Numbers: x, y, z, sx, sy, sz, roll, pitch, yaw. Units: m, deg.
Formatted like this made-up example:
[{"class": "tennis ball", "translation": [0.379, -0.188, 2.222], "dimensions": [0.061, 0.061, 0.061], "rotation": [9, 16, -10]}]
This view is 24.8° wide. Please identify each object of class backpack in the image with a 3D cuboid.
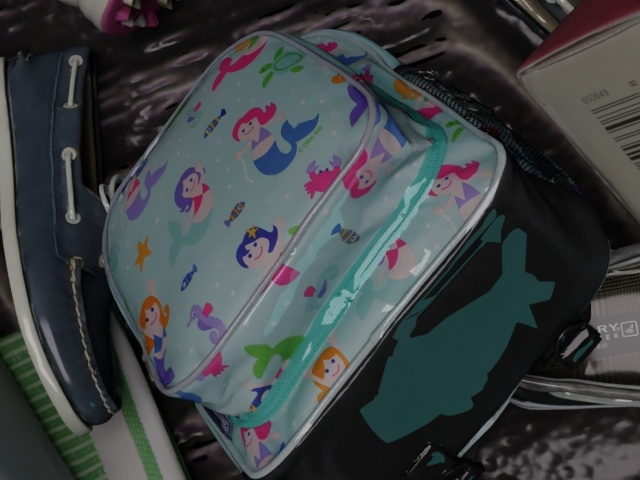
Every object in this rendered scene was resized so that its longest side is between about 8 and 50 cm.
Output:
[{"class": "backpack", "translation": [0.000, 0.000, 0.785], "dimensions": [0.191, 0.253, 0.225], "rotation": [32, 101, -29]}]

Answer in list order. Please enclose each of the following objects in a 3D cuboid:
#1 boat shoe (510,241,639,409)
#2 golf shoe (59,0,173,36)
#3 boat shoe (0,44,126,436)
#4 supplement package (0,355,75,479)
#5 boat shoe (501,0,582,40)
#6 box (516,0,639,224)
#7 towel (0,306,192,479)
[{"class": "boat shoe", "translation": [0.246, 0.045, 0.800], "dimensions": [0.335, 0.119, 0.121], "rotation": [-14, 87, 12]}, {"class": "golf shoe", "translation": [-0.109, -0.284, 0.881], "dimensions": [0.140, 0.115, 0.306], "rotation": [26, 95, 14]}, {"class": "boat shoe", "translation": [-0.147, -0.007, 0.882], "dimensions": [0.079, 0.095, 0.254], "rotation": [-14, 61, -3]}, {"class": "supplement package", "translation": [-0.307, 0.165, 0.806], "dimensions": [0.293, 0.177, 0.175], "rotation": [-35, 72, 0]}, {"class": "boat shoe", "translation": [0.081, -0.198, 0.838], "dimensions": [0.302, 0.114, 0.091], "rotation": [36, 92, 10]}, {"class": "box", "translation": [0.239, -0.116, 0.733], "dimensions": [0.148, 0.127, 0.232], "rotation": [48, 67, -10]}, {"class": "towel", "translation": [-0.231, 0.201, 0.894], "dimensions": [0.325, 0.038, 0.248], "rotation": [-27, 73, 0]}]
